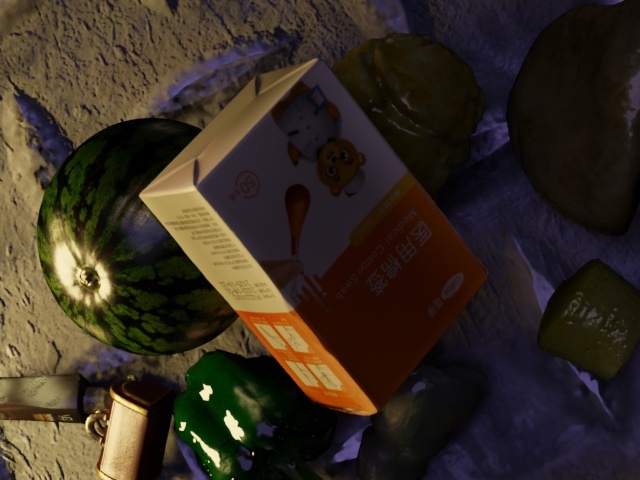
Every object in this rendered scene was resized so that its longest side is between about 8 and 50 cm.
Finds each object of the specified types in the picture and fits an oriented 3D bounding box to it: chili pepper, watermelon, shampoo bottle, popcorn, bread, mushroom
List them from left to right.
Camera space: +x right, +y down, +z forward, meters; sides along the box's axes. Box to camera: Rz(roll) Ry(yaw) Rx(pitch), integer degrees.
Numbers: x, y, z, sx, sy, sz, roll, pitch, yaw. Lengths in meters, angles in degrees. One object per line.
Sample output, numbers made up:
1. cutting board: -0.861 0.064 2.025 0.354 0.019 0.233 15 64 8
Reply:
1. shampoo bottle: -0.337 0.198 1.972 0.207 0.057 0.064 -1 71 8
2. watermelon: -0.196 -0.006 1.859 0.285 0.285 0.285 -2 81 11
3. chili pepper: -0.054 0.238 1.845 0.261 0.165 0.174 34 78 36
4. popcorn: 0.089 -0.143 1.877 0.204 0.183 0.221 43 98 9
5. mushroom: 0.321 -0.179 1.820 0.212 0.217 0.292 24 87 17
6. bread: 0.325 0.094 1.839 0.114 0.111 0.129 32 93 6

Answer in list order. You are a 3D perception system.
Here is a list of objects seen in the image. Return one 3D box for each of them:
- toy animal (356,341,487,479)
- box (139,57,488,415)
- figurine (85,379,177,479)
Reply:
1. toy animal: 0.091 0.243 1.857 0.127 0.125 0.251 19 105 -16
2. box: 0.000 0.000 1.731 0.225 0.143 0.341 -48 111 -24
3. figurine: -0.245 0.248 1.919 0.098 0.082 0.154 18 108 12
